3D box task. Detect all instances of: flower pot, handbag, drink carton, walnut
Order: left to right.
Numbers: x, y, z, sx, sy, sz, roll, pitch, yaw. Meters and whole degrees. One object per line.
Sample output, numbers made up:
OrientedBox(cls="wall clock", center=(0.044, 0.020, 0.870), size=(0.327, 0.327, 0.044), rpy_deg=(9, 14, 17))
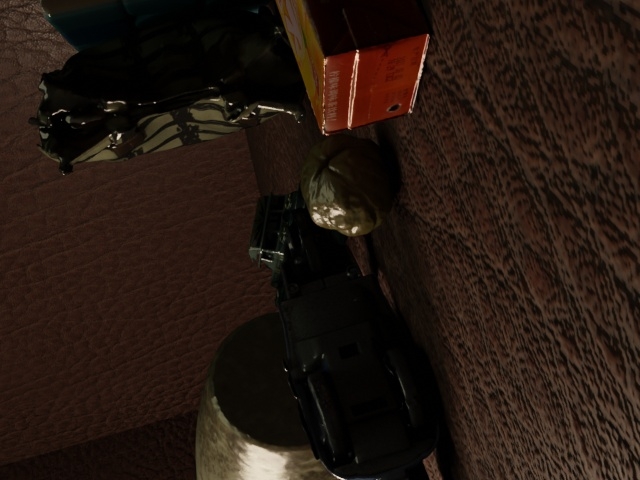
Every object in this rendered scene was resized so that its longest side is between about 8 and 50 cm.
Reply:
OrientedBox(cls="handbag", center=(-0.183, -0.187, 1.128), size=(0.327, 0.325, 0.162), rpy_deg=(-122, 16, -73))
OrientedBox(cls="flower pot", center=(-0.055, 0.277, 1.339), size=(0.330, 0.294, 0.293), rpy_deg=(91, 164, -53))
OrientedBox(cls="drink carton", center=(0.001, -0.192, 0.598), size=(0.096, 0.071, 0.223), rpy_deg=(93, 161, -68))
OrientedBox(cls="walnut", center=(0.022, -0.045, 0.750), size=(0.092, 0.092, 0.092), rpy_deg=(165, 90, -84))

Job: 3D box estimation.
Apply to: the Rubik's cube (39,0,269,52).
OrientedBox(cls="Rubik's cube", center=(-0.236, -0.430, 1.181), size=(0.290, 0.292, 0.291), rpy_deg=(-161, 55, -82))

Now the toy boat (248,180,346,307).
OrientedBox(cls="toy boat", center=(-0.028, 0.001, 1.160), size=(0.296, 0.122, 0.114), rpy_deg=(98, 180, -70))

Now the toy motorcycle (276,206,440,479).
OrientedBox(cls="toy motorcycle", center=(0.028, 0.133, 0.933), size=(0.212, 0.125, 0.358), rpy_deg=(78, 174, -48))
